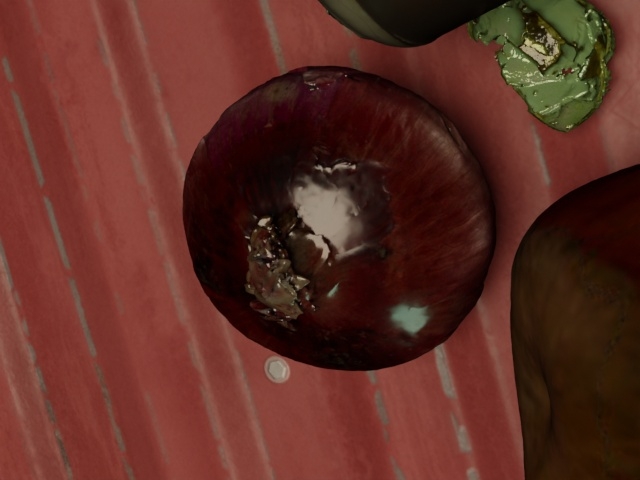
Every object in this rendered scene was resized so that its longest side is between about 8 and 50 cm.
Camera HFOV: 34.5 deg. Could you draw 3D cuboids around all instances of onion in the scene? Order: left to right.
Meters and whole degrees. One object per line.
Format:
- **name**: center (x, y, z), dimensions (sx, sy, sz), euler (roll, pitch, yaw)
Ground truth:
- **onion**: center (0.000, 0.000, 1.066), dimensions (0.347, 0.285, 0.348), euler (10, 116, 21)

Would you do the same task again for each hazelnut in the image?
- **hazelnut**: center (0.334, 0.132, 0.899), dimensions (0.359, 0.359, 0.409), euler (-3, 108, 27)

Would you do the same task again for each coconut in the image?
- **coconut**: center (0.232, -0.189, 1.034), dimensions (0.133, 0.055, 0.158), euler (-26, 91, 27)

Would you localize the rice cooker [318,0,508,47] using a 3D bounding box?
- **rice cooker**: center (0.129, -0.365, 0.909), dimensions (0.325, 0.335, 0.335), euler (-24, 90, 29)
